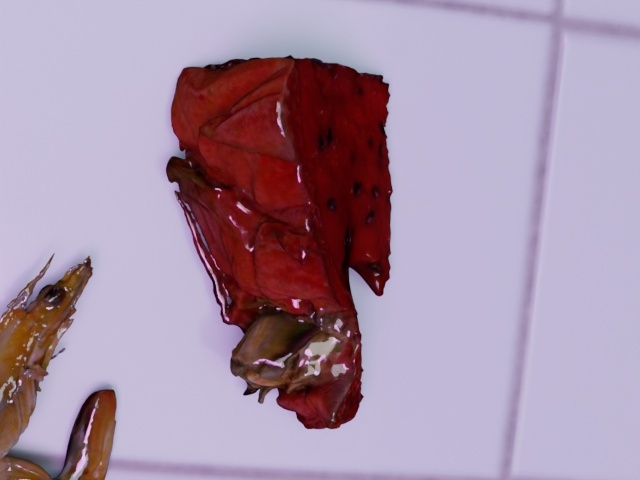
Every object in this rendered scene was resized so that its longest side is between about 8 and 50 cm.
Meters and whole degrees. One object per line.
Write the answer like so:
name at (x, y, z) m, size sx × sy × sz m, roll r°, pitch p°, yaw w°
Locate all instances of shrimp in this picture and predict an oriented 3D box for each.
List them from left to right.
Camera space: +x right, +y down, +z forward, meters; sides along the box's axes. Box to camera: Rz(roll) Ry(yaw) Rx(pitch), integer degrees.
shrimp at (-0.136, 0.088, 0.788) m, size 0.095 × 0.045 × 0.162 m, roll 31°, pitch 85°, yaw -14°

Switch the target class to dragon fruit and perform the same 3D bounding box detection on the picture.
dragon fruit at (-0.019, 0.002, 0.810) m, size 0.092 × 0.122 × 0.192 m, roll -5°, pitch 102°, yaw 27°
